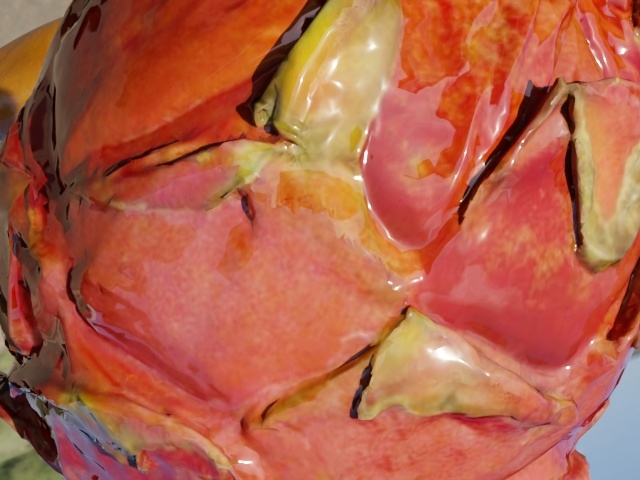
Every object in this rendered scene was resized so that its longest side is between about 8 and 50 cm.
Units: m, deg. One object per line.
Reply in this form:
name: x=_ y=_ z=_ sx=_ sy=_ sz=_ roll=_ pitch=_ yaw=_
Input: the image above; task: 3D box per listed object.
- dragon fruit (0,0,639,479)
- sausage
dragon fruit: x=0.000 y=0.000 z=0.440 sx=0.277 sy=0.343 sz=0.277 roll=17 pitch=-170 yaw=-3
sausage: x=-0.248 y=-0.157 z=1.012 sx=0.238 sy=0.098 sz=0.098 roll=-17 pitch=176 yaw=29
